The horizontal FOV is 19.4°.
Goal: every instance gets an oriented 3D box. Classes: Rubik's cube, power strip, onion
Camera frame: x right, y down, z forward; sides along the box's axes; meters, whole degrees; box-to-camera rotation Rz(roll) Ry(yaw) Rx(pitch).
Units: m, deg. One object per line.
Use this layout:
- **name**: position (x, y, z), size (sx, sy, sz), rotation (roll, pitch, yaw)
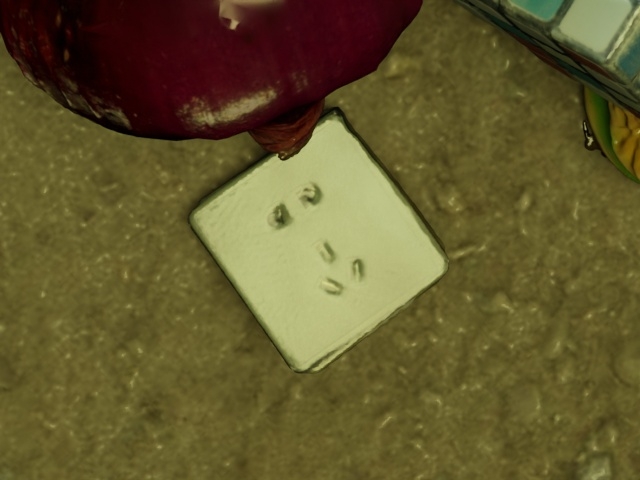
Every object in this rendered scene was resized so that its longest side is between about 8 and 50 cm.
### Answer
- **Rubik's cube**: position (0.273, -0.280, 1.729), size (0.256, 0.253, 0.259), rotation (-58, 151, 4)
- **power strip**: position (0.000, 0.000, 1.885), size (0.198, 0.064, 0.213), rotation (-35, 95, 0)
- **onion**: position (-0.083, -0.205, 1.667), size (0.398, 0.398, 0.420), rotation (-20, 132, -7)

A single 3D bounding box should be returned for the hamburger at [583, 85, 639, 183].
- **hamburger**: position (0.388, -0.149, 1.891), size (0.237, 0.149, 0.237), rotation (-3, 103, -12)
